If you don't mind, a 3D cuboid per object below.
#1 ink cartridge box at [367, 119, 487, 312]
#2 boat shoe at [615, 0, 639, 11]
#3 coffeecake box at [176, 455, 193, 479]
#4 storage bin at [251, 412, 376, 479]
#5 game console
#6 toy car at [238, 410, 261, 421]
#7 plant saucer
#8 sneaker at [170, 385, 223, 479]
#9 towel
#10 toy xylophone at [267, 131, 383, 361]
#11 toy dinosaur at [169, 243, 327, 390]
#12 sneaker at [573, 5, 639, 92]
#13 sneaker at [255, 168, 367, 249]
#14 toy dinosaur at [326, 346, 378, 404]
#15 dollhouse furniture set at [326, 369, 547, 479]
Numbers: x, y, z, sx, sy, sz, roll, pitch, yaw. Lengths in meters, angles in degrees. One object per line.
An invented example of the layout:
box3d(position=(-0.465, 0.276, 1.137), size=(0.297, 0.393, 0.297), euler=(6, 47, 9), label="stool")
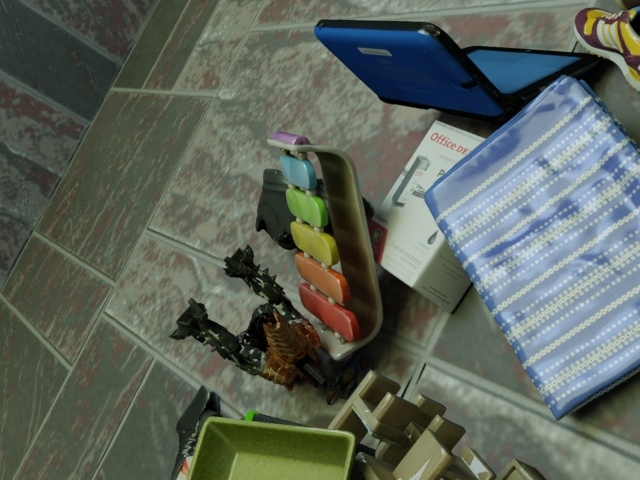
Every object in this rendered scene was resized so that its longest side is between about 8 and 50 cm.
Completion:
box3d(position=(0.168, -0.038, 1.095), size=(0.218, 0.092, 0.158), euler=(-56, 35, 2), label="ink cartridge box")
box3d(position=(0.419, -0.321, 1.007), size=(0.095, 0.095, 0.258), euler=(-55, 26, 30), label="boat shoe")
box3d(position=(-0.154, 0.393, 1.053), size=(0.186, 0.068, 0.142), euler=(-64, 37, 34), label="coffeecake box")
box3d(position=(-0.012, 0.291, 1.047), size=(0.180, 0.122, 0.084), euler=(-3, 63, 51), label="storage bin")
box3d(position=(0.178, -0.267, 1.095), size=(0.173, 0.250, 0.293), euler=(-56, 32, -5), label="game console")
box3d(position=(-0.127, 0.365, 1.199), size=(0.239, 0.053, 0.225), euler=(17, 78, 54), label="toy car")
box3d(position=(-0.053, 0.268, 0.748), size=(0.188, 0.045, 0.189), euler=(-3, 60, 36), label="plant saucer")
box3d(position=(-0.211, 0.329, 1.338), size=(0.089, 0.051, 0.170), euler=(8, 66, 54), label="sneaker")
box3d(position=(0.273, -0.007, 0.899), size=(0.243, 0.040, 0.336), euler=(-39, 53, 18), label="towel")
box3d(position=(0.000, 0.000, 1.135), size=(0.236, 0.081, 0.323), euler=(-172, 66, -71), label="toy xylophone")
box3d(position=(-0.067, 0.124, 1.116), size=(0.164, 0.218, 0.322), euler=(-48, -5, -34), label="toy dinosaur")
box3d(position=(0.378, -0.258, 0.987), size=(0.069, 0.084, 0.185), euler=(-17, 44, -11), label="sneaker")
box3d(position=(-0.022, -0.041, 1.348), size=(0.286, 0.109, 0.130), euler=(16, 87, 62), label="sneaker")
box3d(position=(0.037, 0.180, 1.146), size=(0.090, 0.047, 0.082), euler=(-35, 22, 47), label="toy dinosaur")
box3d(position=(0.121, 0.281, 0.781), size=(0.161, 0.242, 0.212), euler=(-54, 34, 8), label="dollhouse furniture set")
